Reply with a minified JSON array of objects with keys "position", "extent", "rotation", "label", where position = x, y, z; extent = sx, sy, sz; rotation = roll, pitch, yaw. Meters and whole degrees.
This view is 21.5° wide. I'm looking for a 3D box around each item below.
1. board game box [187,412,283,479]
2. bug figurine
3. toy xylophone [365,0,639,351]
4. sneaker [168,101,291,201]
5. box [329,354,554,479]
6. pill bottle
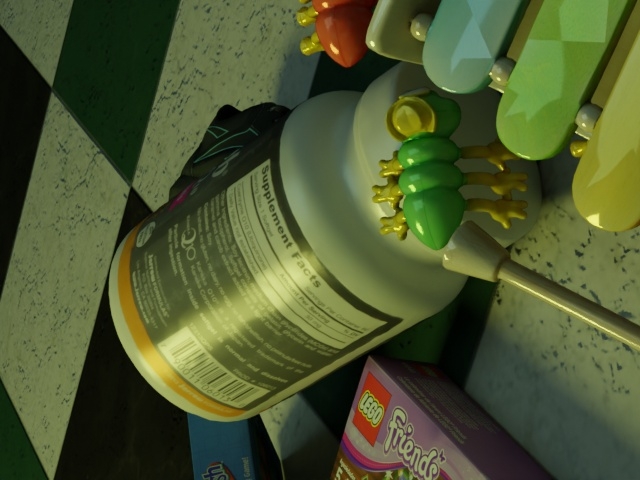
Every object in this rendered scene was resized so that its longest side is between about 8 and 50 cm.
[{"position":[-0.050,0.225,1.224],"extent":[0.160,0.047,0.210],"rotation":[73,-175,-56],"label":"board game box"},{"position":[0.107,-0.112,0.916],"extent":[0.279,0.072,0.216],"rotation":[-11,85,22],"label":"bug figurine"},{"position":[0.167,-0.049,0.795],"extent":[0.323,0.081,0.236],"rotation":[24,106,29],"label":"toy xylophone"},{"position":[-0.035,-0.059,1.315],"extent":[0.267,0.101,0.106],"rotation":[8,76,57],"label":"sneaker"},{"position":[0.080,0.222,1.039],"extent":[0.293,0.057,0.201],"rotation":[43,120,60],"label":"box"},{"position":[0.000,0.000,1.112],"extent":[0.278,0.162,0.162],"rotation":[-33,52,37],"label":"pill bottle"}]
